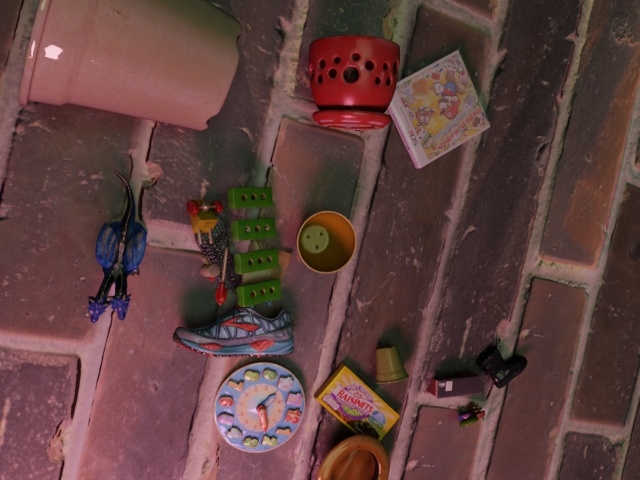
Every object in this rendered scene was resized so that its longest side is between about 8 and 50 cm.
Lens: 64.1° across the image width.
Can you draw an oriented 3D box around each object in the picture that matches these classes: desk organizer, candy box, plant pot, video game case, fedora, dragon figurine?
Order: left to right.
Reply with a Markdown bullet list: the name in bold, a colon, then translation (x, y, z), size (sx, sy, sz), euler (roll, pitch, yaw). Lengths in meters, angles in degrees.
- **dragon figurine**: translation (-0.382, 0.013, 0.983), size (0.085, 0.144, 0.288), euler (11, 91, -19)
- **plant pot**: translation (-0.321, -0.346, 0.907), size (0.306, 0.334, 0.333), euler (16, 89, -29)
- **plant pot**: translation (0.000, 0.000, 1.132), size (0.134, 0.095, 0.134), euler (-2, 95, -19)
- **fedora**: translation (0.067, 0.542, 1.205), size (0.195, 0.079, 0.194), euler (0, 91, -21)
- **plant pot**: translation (0.067, -0.326, 1.081), size (0.191, 0.191, 0.173), euler (1, 97, -18)
- **candy box**: translation (0.089, 0.398, 1.228), size (0.206, 0.027, 0.105), euler (45, 78, -16)
- **plant pot**: translation (0.164, 0.292, 1.223), size (0.084, 0.083, 0.079), euler (-8, 85, -17)
- **video game case**: translation (0.282, -0.317, 1.236), size (0.227, 0.026, 0.206), euler (-31, 103, -14)
- **desk organizer**: translation (0.338, 0.363, 1.294), size (0.130, 0.050, 0.047), euler (-1, 94, -18)

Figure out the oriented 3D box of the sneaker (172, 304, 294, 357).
- **sneaker**: translation (-0.183, 0.183, 1.098), size (0.262, 0.104, 0.125), euler (7, 82, -26)

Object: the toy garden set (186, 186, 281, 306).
- **toy garden set**: translation (-0.180, 0.015, 1.056), size (0.204, 0.049, 0.244), euler (-8, 94, -48)

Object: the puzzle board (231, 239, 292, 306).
- **puzzle board**: translation (-0.130, 0.073, 1.140), size (0.097, 0.011, 0.128), euler (22, 88, -19)

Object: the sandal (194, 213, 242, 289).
- **sandal**: translation (-0.221, 0.022, 1.094), size (0.067, 0.040, 0.179), euler (-23, 108, -12)

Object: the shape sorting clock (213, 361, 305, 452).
- **shape sorting clock**: translation (-0.134, 0.375, 1.146), size (0.206, 0.040, 0.206), euler (-1, 94, -18)

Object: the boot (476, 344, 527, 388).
- **boot**: translation (0.475, 0.317, 1.340), size (0.121, 0.045, 0.099), euler (-38, 102, -11)

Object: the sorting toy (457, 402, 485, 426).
- **sorting toy**: translation (0.379, 0.444, 1.310), size (0.102, 0.061, 0.042), euler (2, 61, -52)
